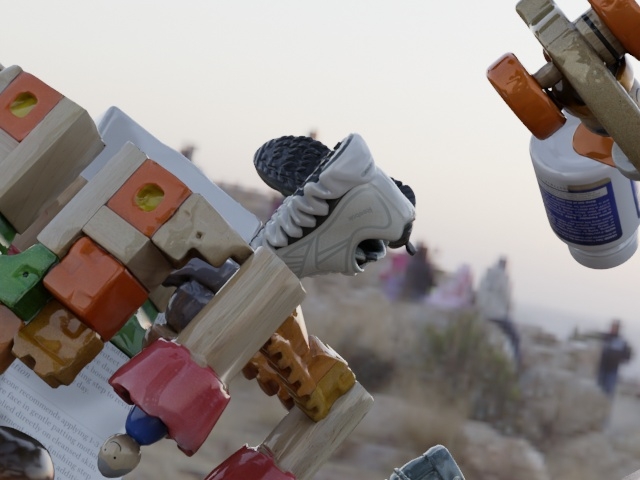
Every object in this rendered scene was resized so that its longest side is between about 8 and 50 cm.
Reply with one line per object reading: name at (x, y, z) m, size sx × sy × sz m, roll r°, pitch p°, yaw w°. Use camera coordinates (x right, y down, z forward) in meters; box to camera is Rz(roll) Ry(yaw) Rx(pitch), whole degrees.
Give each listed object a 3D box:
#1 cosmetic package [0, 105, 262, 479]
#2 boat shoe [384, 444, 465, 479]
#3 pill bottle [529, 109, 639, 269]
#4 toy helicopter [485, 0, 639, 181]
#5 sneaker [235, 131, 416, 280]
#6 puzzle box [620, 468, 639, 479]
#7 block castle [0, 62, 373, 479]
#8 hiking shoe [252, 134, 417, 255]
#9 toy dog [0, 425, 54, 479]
cosmetic package at (-0.278, 0.102, 1.801) m, size 0.230 × 0.453 × 0.161 m, roll 39°, pitch -32°, yaw -18°
boat shoe at (0.189, 0.346, 1.887) m, size 0.319 × 0.099 × 0.116 m, roll 45°, pitch -2°, yaw -36°
pill bottle at (0.300, -0.054, 1.791) m, size 0.112 × 0.112 × 0.187 m, roll 8°, pitch -34°, yaw 25°
toy helicopter at (0.262, -0.153, 1.536) m, size 0.235 × 0.140 × 0.355 m, roll 46°, pitch 13°, yaw -19°
sneaker at (0.000, 0.000, 1.729) m, size 0.118 × 0.110 × 0.292 m, roll 40°, pitch -32°, yaw -5°
puzzle box at (0.332, 0.276, 1.228) m, size 0.272 × 0.052 × 0.409 m, roll 38°, pitch -18°, yaw 5°
block castle at (-0.198, 0.056, 1.379) m, size 0.453 × 0.213 × 0.303 m, roll 35°, pitch -14°, yaw 30°
hiking shoe at (0.014, -0.046, 1.962) m, size 0.227 × 0.086 × 0.114 m, roll 27°, pitch -31°, yaw 26°
toy dog at (-0.432, 0.289, 1.442) m, size 0.408 × 0.285 × 0.395 m, roll 5°, pitch 21°, yaw -12°
